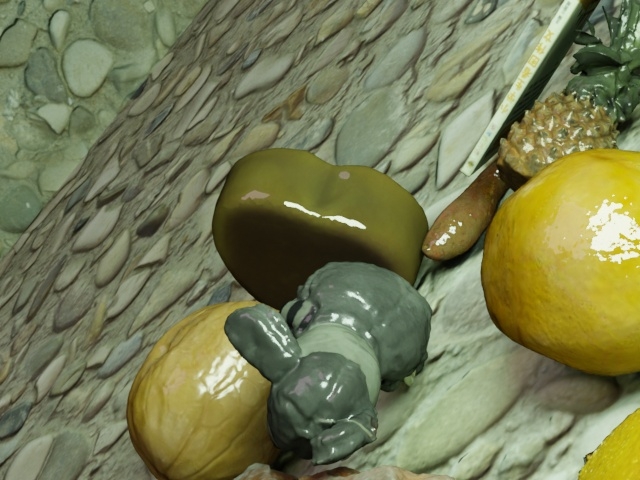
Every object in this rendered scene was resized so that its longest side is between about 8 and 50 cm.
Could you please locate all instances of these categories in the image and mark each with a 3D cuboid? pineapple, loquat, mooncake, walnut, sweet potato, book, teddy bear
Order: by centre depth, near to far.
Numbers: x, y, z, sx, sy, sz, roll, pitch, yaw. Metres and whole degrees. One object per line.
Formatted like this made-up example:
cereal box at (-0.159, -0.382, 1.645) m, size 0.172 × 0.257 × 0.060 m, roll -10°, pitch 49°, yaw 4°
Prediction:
loquat at (0.227, 0.017, 1.086) m, size 0.187 × 0.176 × 0.234 m, roll -40°, pitch 21°, yaw -23°
teddy bear at (-0.007, 0.115, 1.245) m, size 0.144 × 0.171 × 0.251 m, roll -50°, pitch -5°, yaw 37°
pineapple at (0.290, -0.151, 1.317) m, size 0.277 × 0.130 × 0.119 m, roll -56°, pitch -6°, yaw -11°
book at (0.247, -0.208, 1.375) m, size 0.295 × 0.020 × 0.208 m, roll -59°, pitch -9°, yaw 22°
sweet potato at (0.184, -0.055, 1.437) m, size 0.214 × 0.050 × 0.050 m, roll -49°, pitch 21°, yaw -16°
walnut at (-0.111, 0.168, 1.448) m, size 0.225 × 0.193 × 0.193 m, roll -56°, pitch 23°, yaw -17°
mooncake at (0.000, 0.000, 1.476) m, size 0.235 × 0.235 × 0.117 m, roll -24°, pitch 36°, yaw 46°

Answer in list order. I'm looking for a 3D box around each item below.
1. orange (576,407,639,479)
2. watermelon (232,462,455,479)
orange at (0.242, 0.178, 0.731) m, size 0.236 × 0.236 × 0.236 m, roll -40°, pitch 24°, yaw 22°
watermelon at (-0.042, 0.301, 1.140) m, size 0.264 × 0.151 × 0.302 m, roll -6°, pitch 48°, yaw 59°
